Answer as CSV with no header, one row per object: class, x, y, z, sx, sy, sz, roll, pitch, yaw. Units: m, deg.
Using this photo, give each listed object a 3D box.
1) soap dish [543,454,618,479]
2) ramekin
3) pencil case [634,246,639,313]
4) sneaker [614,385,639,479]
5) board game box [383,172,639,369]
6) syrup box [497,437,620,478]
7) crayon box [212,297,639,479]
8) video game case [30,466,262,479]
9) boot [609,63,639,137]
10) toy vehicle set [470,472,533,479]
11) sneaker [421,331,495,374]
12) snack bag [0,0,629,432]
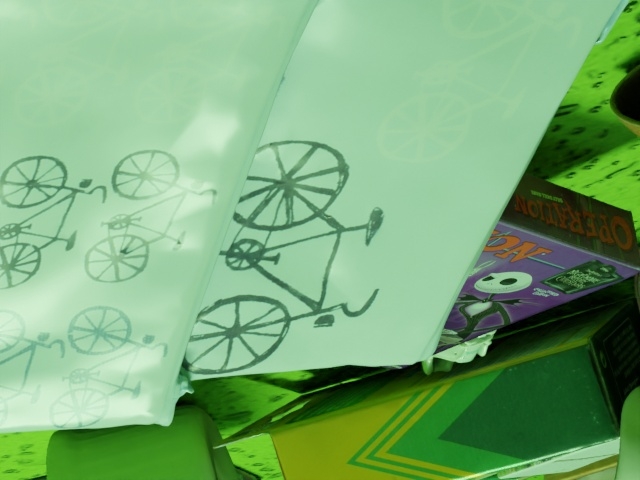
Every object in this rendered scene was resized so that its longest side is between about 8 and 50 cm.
soap dish,0.411,0.203,1.725,0.291,0.118,0.229,-25,157,38
ramekin,-0.127,0.276,1.403,0.135,0.277,0.277,-19,162,-1
pencil case,0.371,0.038,1.171,0.284,0.124,0.124,-3,161,-8
sneaker,0.351,0.151,1.259,0.148,0.131,0.350,10,-165,29
board game box,0.000,0.000,0.929,0.347,0.056,0.208,16,145,-42
syrup box,0.258,0.148,1.493,0.096,0.093,0.237,0,161,-33
crayon box,0.101,0.143,1.325,0.323,0.083,0.203,-18,-179,22
video game case,-0.190,0.268,1.723,0.196,0.026,0.274,-14,161,10
boot,0.237,-0.048,0.933,0.211,0.104,0.295,18,159,-31
toy vehicle set,0.185,0.244,1.851,0.267,0.035,0.166,4,157,-38
sneaker,0.115,0.055,1.196,0.054,0.061,0.152,0,158,-26
snack bag,-0.043,-0.019,0.745,0.342,0.037,0.323,-2,139,-25
